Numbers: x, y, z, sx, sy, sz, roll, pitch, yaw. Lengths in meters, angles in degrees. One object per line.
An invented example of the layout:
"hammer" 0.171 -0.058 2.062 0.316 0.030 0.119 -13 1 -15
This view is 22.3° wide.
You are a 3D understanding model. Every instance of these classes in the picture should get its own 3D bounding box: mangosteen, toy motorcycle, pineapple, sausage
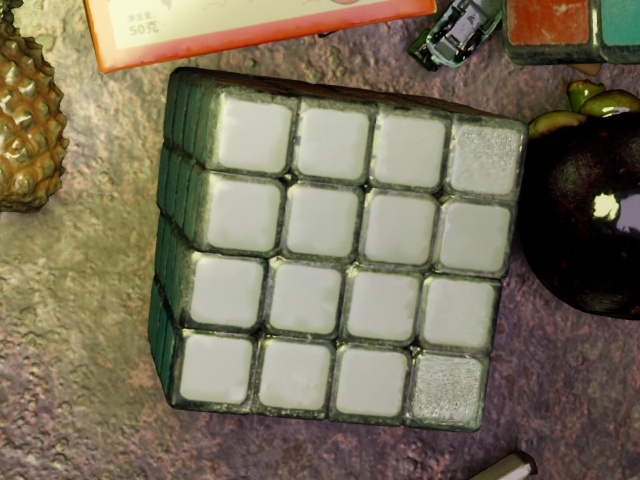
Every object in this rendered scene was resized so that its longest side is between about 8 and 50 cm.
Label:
"mangosteen" 0.354 -0.059 1.905 0.275 0.275 0.302 -12 65 -9
"toy motorcycle" 0.178 -0.271 1.895 0.058 0.100 0.173 39 92 -15
"pineapple" -0.361 -0.211 1.774 0.175 0.175 0.361 1 84 -12
"sausage" 0.288 -0.227 1.961 0.116 0.026 0.026 21 94 -15

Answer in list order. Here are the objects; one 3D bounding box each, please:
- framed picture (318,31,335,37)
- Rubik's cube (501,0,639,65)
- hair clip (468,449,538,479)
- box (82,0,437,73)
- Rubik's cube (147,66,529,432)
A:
"framed picture" 0.044 -0.432 1.884 0.244 0.013 0.323 -26 103 -7
"Rubik's cube" 0.404 -0.359 1.771 0.313 0.316 0.318 -11 101 -35
"hair clip" 0.137 0.382 1.998 0.331 0.085 0.101 -29 102 -4
"box" -0.090 -0.339 1.707 0.349 0.318 0.256 -11 100 -5
"Rubik's cube" 0.000 0.000 1.774 0.344 0.344 0.337 6 97 -11
